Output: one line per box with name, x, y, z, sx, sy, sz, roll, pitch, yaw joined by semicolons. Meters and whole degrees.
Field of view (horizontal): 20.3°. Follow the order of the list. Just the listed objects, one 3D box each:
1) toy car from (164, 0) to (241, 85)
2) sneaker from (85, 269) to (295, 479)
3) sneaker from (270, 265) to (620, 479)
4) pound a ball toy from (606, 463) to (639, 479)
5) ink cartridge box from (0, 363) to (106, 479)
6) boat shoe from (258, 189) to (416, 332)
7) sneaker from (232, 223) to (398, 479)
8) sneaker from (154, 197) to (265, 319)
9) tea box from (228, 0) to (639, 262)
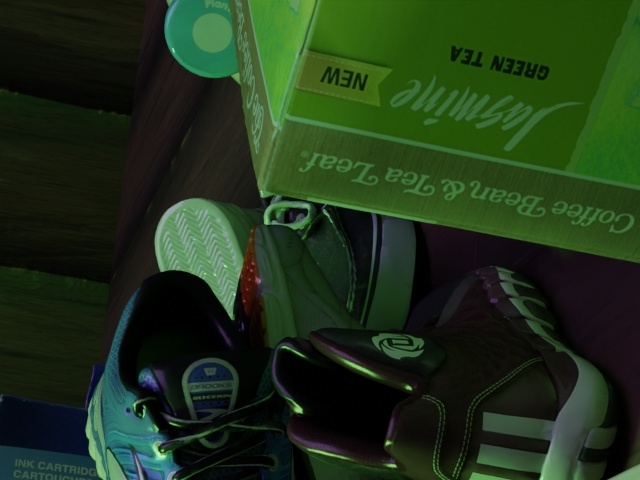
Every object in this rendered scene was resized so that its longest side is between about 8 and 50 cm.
toy car;0.024;-0.206;1.365;0.238;0.210;0.219;-46;9;16
sneaker;-0.073;0.144;1.044;0.330;0.129;0.147;-114;24;-46
sneaker;0.046;0.066;0.988;0.281;0.162;0.106;-141;62;-75
pound a ball toy;0.187;0.130;0.477;0.319;0.135;0.208;127;125;-64
ink cartridge box;-0.166;0.296;1.498;0.151;0.270;0.396;117;159;-47
boat shoe;0.001;-0.004;1.368;0.306;0.104;0.113;-103;26;-60
sneaker;0.017;0.093;1.165;0.099;0.121;0.262;105;155;-45
sneaker;-0.034;0.105;1.488;0.169;0.108;0.293;-1;-104;-68
tea box;0.096;-0.214;0.852;0.329;0.220;0.324;-102;24;-58
